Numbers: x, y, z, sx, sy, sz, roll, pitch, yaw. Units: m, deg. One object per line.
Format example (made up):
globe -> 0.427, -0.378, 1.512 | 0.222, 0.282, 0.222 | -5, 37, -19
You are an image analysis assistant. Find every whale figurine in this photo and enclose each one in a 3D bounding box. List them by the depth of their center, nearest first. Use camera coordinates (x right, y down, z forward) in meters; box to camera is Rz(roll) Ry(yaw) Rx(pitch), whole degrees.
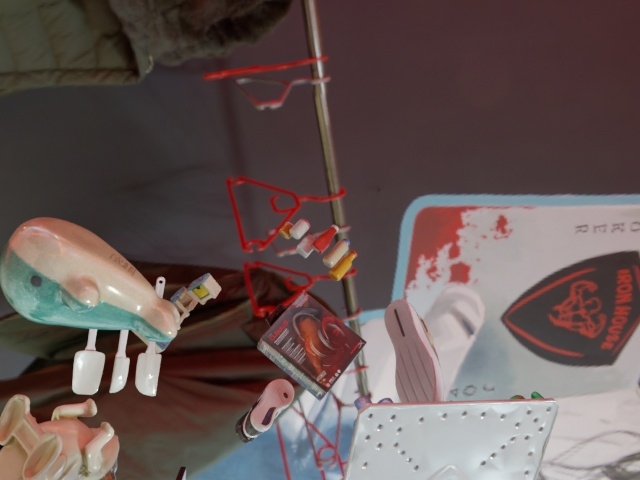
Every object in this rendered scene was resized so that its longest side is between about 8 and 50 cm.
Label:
whale figurine -> -0.343, 0.082, 0.954 | 0.272, 0.141, 0.216 | 35, 3, -14

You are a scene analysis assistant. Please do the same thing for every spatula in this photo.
spatula -> -0.394, 0.185, 1.279 | 0.019, 0.168, 0.242 | -9, -106, 63

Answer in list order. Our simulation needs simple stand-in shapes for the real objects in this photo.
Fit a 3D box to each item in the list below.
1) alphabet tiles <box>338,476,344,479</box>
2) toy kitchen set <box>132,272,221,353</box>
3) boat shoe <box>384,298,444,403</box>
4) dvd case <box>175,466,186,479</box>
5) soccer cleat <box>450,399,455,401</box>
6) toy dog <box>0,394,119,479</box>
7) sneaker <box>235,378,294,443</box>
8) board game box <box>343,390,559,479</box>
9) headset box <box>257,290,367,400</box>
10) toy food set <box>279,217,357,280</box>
alphabet tiles -> 0.042, 0.886, 2.072 | 0.021, 0.278, 0.284 | 34, -37, 42
toy kitchen set -> -0.407, 0.184, 1.804 | 0.122, 0.166, 0.207 | 48, 41, -17
boat shoe -> 0.220, 0.259, 1.401 | 0.094, 0.109, 0.302 | 29, 36, -34
dvd case -> -0.456, 0.878, 2.042 | 0.180, 0.022, 0.253 | -105, -162, -83
soccer cleat -> 0.236, 0.505, 1.499 | 0.116, 0.318, 0.108 | 46, 20, 20
toy dog -> -0.830, 0.720, 2.098 | 0.408, 0.284, 0.395 | 31, 82, -58
sneaker -> -0.158, 0.452, 1.702 | 0.079, 0.121, 0.217 | 49, 27, 2
board game box -> 0.209, 0.449, 1.162 | 0.050, 0.390, 0.390 | -131, -132, -63
headset box -> -0.039, 0.319, 2.012 | 0.293, 0.218, 0.110 | 39, -29, 9
toy food set -> 0.000, 0.000, 1.900 | 0.232, 0.104, 0.111 | 39, -25, 8
